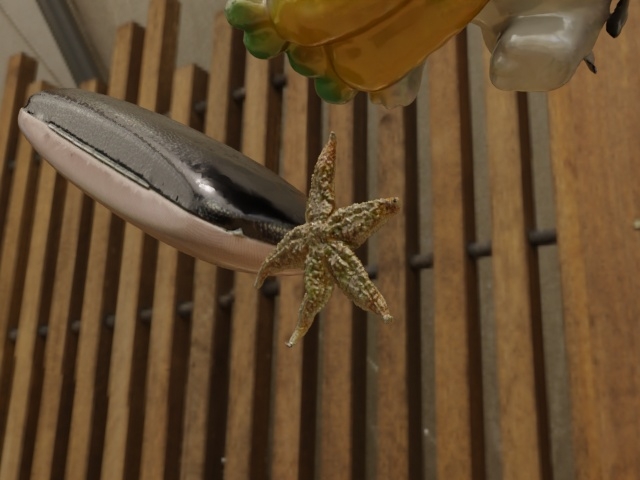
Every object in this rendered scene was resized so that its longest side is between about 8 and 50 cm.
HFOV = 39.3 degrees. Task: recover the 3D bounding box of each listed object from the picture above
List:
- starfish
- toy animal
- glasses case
[{"bbox_3d":[0.000,0.000,0.388,0.092,0.086,0.016,-21,-19,41],"label":"starfish"},{"bbox_3d":[0.047,-0.224,0.541,0.309,0.247,0.183,15,-23,2],"label":"toy animal"},{"bbox_3d":[-0.114,-0.049,0.654,0.122,0.075,0.314,16,10,-47],"label":"glasses case"}]
